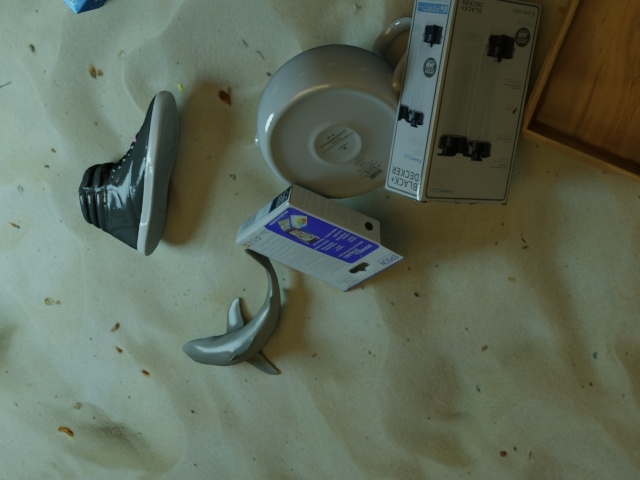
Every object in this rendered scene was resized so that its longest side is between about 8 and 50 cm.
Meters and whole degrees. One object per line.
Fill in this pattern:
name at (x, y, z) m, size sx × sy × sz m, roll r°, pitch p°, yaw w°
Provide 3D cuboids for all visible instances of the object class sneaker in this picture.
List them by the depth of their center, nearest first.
sneaker at (-0.327, -0.124, 1.836) m, size 0.147 × 0.104 × 0.295 m, roll 19°, pitch 118°, yaw 9°

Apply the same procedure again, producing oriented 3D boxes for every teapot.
teapot at (0.025, -0.202, 1.636) m, size 0.256 × 0.187 × 0.252 m, roll -1°, pitch 134°, yaw -1°

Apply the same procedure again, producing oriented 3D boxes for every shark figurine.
shark figurine at (-0.123, 0.146, 1.846) m, size 0.166 × 0.116 × 0.278 m, roll 36°, pitch 119°, yaw 6°

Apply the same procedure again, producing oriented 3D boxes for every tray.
tray at (0.439, -0.299, 1.493) m, size 0.203 × 0.076 × 0.410 m, roll 24°, pitch 116°, yaw 12°

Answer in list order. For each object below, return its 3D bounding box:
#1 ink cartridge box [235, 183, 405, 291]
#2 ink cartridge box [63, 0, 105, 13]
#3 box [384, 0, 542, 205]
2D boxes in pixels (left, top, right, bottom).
ink cartridge box at (0.000, 0.000, 1.713) m, size 0.208 × 0.045 × 0.206 m, roll 26°, pitch 153°, yaw -18°
ink cartridge box at (-0.352, -0.490, 1.738) m, size 0.134 × 0.078 × 0.231 m, roll 46°, pitch 118°, yaw 1°
box at (0.198, -0.198, 1.536) m, size 0.087 × 0.169 × 0.289 m, roll 23°, pitch 109°, yaw 53°
